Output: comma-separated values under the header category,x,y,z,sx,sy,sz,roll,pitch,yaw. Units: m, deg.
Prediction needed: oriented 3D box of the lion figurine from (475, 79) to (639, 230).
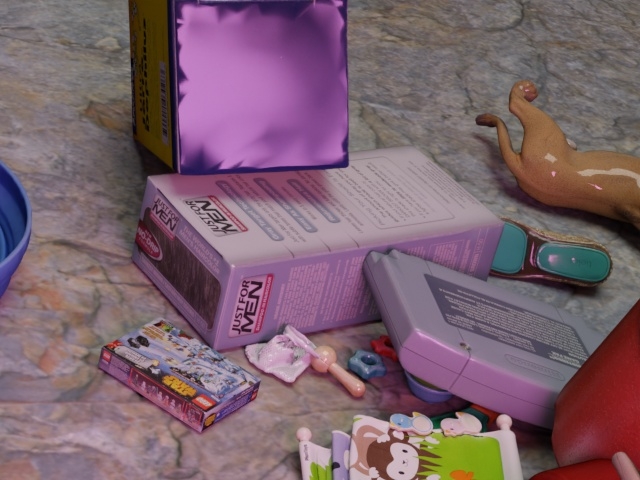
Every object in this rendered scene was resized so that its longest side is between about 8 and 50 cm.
category,x,y,z,sx,sy,sz,roll,pitch,yaw
lion figurine,0.375,-0.081,2.261,0.392,0.142,0.240,7,36,14

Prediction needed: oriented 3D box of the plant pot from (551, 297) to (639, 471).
category,x,y,z,sx,sy,sz,roll,pitch,yaw
plant pot,0.364,0.146,1.623,0.272,0.265,0.272,14,53,-20

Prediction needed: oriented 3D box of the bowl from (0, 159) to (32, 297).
category,x,y,z,sx,sy,sz,roll,pitch,yaw
bowl,-0.497,-0.019,1.793,0.391,0.077,0.391,11,30,-6

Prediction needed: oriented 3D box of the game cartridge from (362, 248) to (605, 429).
category,x,y,z,sx,sy,sz,roll,pitch,yaw
game cartridge,0.194,0.115,1.840,0.297,0.062,0.198,20,29,-23

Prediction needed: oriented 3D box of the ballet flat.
category,x,y,z,sx,sy,sz,roll,pitch,yaw
ballet flat,0.249,0.014,2.101,0.206,0.073,0.067,16,3,-3

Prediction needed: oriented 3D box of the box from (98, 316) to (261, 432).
category,x,y,z,sx,sy,sz,roll,pitch,yaw
box,-0.142,0.133,1.748,0.137,0.027,0.094,30,32,24

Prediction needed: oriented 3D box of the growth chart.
category,x,y,z,sx,sy,sz,roll,pitch,yaw
growth chart,0.089,0.225,1.673,0.237,0.021,0.172,-1,41,-14

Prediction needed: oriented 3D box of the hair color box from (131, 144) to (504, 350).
category,x,y,z,sx,sy,sz,roll,pitch,yaw
hair color box,0.000,0.000,1.948,0.374,0.113,0.185,-8,37,-35

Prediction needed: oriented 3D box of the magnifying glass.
category,x,y,z,sx,sy,sz,roll,pitch,yaw
magnifying glass,0.151,0.194,1.787,0.092,0.026,0.231,27,34,20

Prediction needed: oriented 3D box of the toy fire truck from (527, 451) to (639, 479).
category,x,y,z,sx,sy,sz,roll,pitch,yaw
toy fire truck,0.255,0.257,1.502,0.158,0.246,0.217,-7,37,-33

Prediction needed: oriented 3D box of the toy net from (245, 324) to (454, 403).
category,x,y,z,sx,sy,sz,roll,pitch,yaw
toy net,0.038,0.116,1.839,0.232,0.045,0.122,11,31,-6

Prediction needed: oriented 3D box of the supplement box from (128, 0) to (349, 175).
category,x,y,z,sx,sy,sz,roll,pitch,yaw
supplement box,-0.103,-0.196,2.006,0.194,0.195,0.356,-3,10,-14
